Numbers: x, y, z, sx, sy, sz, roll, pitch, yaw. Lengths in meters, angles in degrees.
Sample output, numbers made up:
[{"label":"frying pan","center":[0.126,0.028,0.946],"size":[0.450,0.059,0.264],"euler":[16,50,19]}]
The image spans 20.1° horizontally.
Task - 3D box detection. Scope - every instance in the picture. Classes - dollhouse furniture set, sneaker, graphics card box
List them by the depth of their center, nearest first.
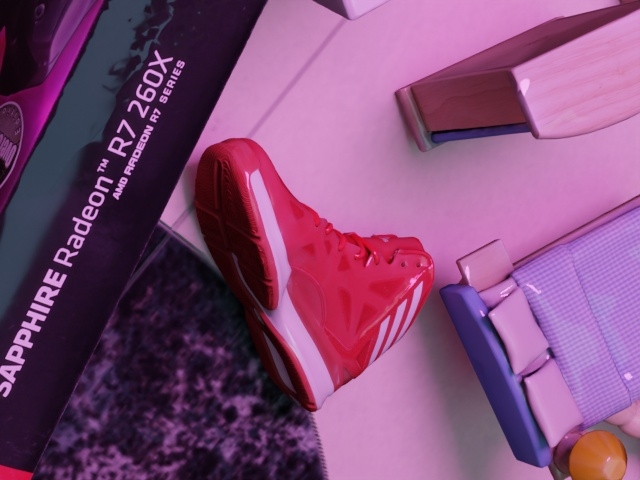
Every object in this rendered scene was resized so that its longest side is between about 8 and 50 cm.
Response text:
[{"label":"graphics card box","center":[-0.167,-0.052,1.018],"size":[0.094,0.233,0.371],"euler":[24,98,-31]},{"label":"dollhouse furniture set","center":[0.239,-0.013,1.206],"size":[0.286,0.198,0.303],"euler":[-26,99,-16]},{"label":"sneaker","center":[0.000,0.000,1.224],"size":[0.128,0.087,0.221],"euler":[-34,133,-21]}]

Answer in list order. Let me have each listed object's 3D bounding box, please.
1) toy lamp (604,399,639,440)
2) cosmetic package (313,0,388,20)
[{"label":"toy lamp","center":[0.238,0.131,1.385],"size":[0.275,0.080,0.080],"euler":[33,92,-32]},{"label":"cosmetic package","center":[-0.010,-0.273,1.015],"size":[0.138,0.224,0.224],"euler":[-31,120,-13]}]
